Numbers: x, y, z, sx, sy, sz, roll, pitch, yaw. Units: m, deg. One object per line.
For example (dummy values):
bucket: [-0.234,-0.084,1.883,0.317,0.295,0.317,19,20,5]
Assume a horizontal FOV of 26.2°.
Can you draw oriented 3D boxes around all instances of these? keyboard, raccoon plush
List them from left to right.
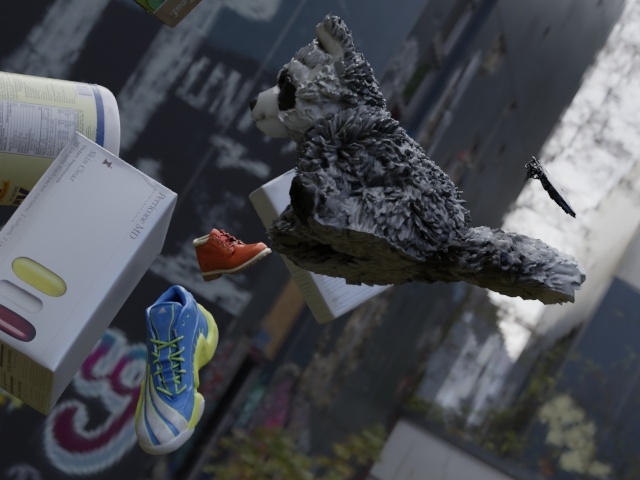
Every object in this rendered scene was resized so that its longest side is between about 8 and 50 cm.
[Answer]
raccoon plush: [0.123,-0.096,1.755,0.447,0.299,0.216,16,-20,-10]
keyboard: [0.351,-0.083,2.161,0.100,0.038,0.192,50,11,-7]

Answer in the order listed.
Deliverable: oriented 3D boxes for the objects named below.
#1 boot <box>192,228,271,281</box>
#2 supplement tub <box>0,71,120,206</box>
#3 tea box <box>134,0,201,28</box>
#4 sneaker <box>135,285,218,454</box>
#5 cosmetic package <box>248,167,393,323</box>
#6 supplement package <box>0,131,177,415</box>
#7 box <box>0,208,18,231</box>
boot: [-0.158,0.016,2.400,0.158,0.059,0.084,-15,-81,36]
supplement tub: [-0.540,-0.177,2.430,0.325,0.235,0.235,5,0,-25]
tea box: [-0.239,-0.472,1.539,0.323,0.220,0.329,36,19,-43]
sneaker: [-0.203,0.156,1.776,0.091,0.240,0.126,-10,-51,17]
cosmetic package: [0.000,0.000,2.098,0.231,0.117,0.085,62,-21,0]
supplement package: [-0.307,0.043,1.633,0.145,0.262,0.204,31,-24,0]
box: [-0.399,0.007,2.085,0.147,0.077,0.180,24,-38,-28]
